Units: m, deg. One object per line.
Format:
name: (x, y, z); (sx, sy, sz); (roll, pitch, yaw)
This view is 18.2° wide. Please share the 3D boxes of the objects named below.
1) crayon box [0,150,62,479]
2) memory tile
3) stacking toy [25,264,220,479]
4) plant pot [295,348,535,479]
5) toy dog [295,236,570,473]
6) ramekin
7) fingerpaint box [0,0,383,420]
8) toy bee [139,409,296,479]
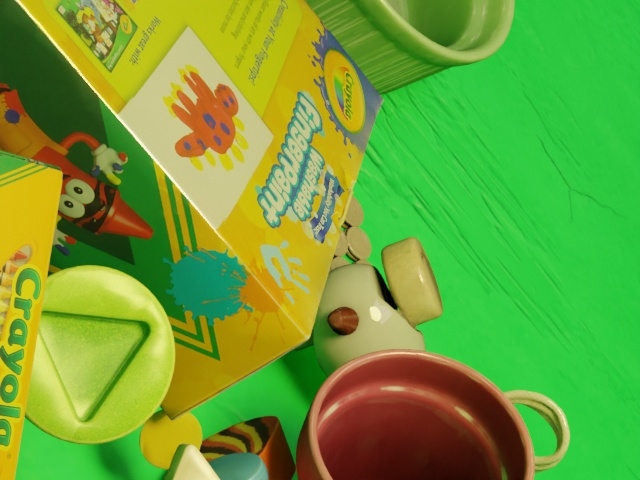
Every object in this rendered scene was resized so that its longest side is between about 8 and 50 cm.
crayon box: (-0.276, 0.070, 1.331); (0.165, 0.081, 0.278); (16, 80, -52)
memory tile: (0.000, 0.000, 2.017); (0.148, 0.012, 0.113); (5, 65, -48)
stacking toy: (-0.228, 0.173, 1.497); (0.279, 0.130, 0.309); (-28, 99, -22)
plant pot: (0.065, 0.225, 1.745); (0.201, 0.180, 0.201); (10, 48, -11)
toy dog: (0.066, 0.154, 1.871); (0.334, 0.220, 0.161); (51, 16, -2)
ramekin: (0.058, -0.304, 2.149); (0.303, 0.148, 0.303); (27, 51, -39)
fingerpaint box: (-0.143, -0.124, 1.732); (0.371, 0.163, 0.445); (49, 26, -18)
toy bee: (-0.112, 0.235, 1.651); (0.298, 0.162, 0.195); (-3, 79, -82)
